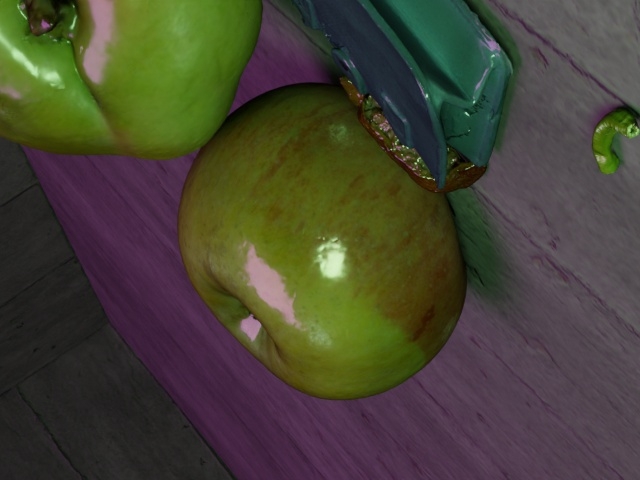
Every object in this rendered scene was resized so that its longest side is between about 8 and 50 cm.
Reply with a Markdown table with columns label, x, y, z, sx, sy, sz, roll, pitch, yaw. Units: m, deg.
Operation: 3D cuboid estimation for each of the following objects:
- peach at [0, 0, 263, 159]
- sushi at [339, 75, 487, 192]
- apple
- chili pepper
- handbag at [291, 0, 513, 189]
| label | x | y | z | sx | sy | sz | roll | pitch | yaw |
| --- | --- | --- | --- | --- | --- | --- | --- | --- | --- |
| peach | -0.190 | -0.213 | 1.343 | 0.315 | 0.281 | 0.314 | -103 | 4 | -55 |
| sushi | 0.066 | -0.081 | 1.289 | 0.120 | 0.052 | 0.055 | 50 | 165 | 22 |
| apple | 0.000 | 0.000 | 1.410 | 0.261 | 0.194 | 0.261 | 44 | 161 | 19 |
| chili pepper | 0.175 | -0.060 | 1.035 | 0.030 | 0.017 | 0.083 | 51 | 169 | 17 |
| handbag | 0.035 | -0.154 | 1.202 | 0.229 | 0.062 | 0.179 | 54 | 169 | 17 |
